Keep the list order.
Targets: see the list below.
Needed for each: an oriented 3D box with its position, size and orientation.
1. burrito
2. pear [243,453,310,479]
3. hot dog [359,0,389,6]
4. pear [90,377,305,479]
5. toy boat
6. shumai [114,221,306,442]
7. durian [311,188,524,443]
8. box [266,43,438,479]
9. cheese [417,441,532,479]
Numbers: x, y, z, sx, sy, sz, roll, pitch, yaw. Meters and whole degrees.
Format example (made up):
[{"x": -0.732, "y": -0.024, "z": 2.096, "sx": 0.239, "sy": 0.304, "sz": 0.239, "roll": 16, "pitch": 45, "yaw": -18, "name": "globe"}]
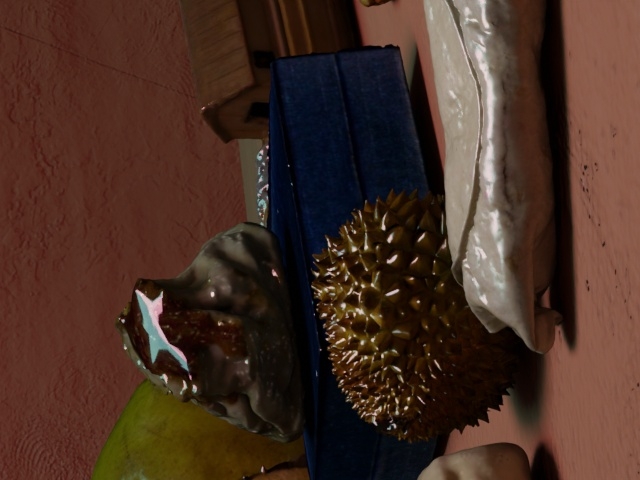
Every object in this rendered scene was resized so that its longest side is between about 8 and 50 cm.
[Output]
[{"x": 0.096, "y": -0.074, "z": 0.928, "sx": 0.082, "sy": 0.059, "sz": 0.275, "roll": -163, "pitch": 66, "yaw": -67, "name": "burrito"}, {"x": 0.007, "y": 0.343, "z": 1.524, "sx": 0.178, "sy": 0.267, "sz": 0.267, "roll": 15, "pitch": 114, "yaw": 50, "name": "pear"}, {"x": 0.044, "y": -0.207, "z": 1.386, "sx": 0.090, "sy": 0.030, "sz": 0.034, "roll": -111, "pitch": 15, "yaw": -68, "name": "hot dog"}, {"x": -0.120, "y": 0.347, "z": 2.059, "sx": 0.352, "sy": 0.352, "sz": 0.413, "roll": 139, "pitch": 116, "yaw": -82, "name": "pear"}, {"x": -0.058, "y": -0.201, "z": 1.639, "sx": 0.136, "sy": 0.162, "sz": 0.445, "roll": 114, "pitch": 153, "yaw": -51, "name": "toy boat"}, {"x": -0.088, "y": 0.089, "z": 1.333, "sx": 0.184, "sy": 0.142, "sz": 0.184, "roll": 175, "pitch": 90, "yaw": -83, "name": "shumai"}, {"x": 0.059, "y": 0.042, "z": 1.046, "sx": 0.158, "sy": 0.137, "sz": 0.168, "roll": 53, "pitch": -146, "yaw": -60, "name": "durian"}, {"x": 0.027, "y": 0.032, "z": 1.356, "sx": 0.279, "sy": 0.116, "sz": 0.261, "roll": 96, "pitch": 164, "yaw": -60, "name": "box"}, {"x": 0.093, "y": 0.235, "z": 1.069, "sx": 0.263, "sy": 0.093, "sz": 0.159, "roll": 95, "pitch": 169, "yaw": -60, "name": "cheese"}]
